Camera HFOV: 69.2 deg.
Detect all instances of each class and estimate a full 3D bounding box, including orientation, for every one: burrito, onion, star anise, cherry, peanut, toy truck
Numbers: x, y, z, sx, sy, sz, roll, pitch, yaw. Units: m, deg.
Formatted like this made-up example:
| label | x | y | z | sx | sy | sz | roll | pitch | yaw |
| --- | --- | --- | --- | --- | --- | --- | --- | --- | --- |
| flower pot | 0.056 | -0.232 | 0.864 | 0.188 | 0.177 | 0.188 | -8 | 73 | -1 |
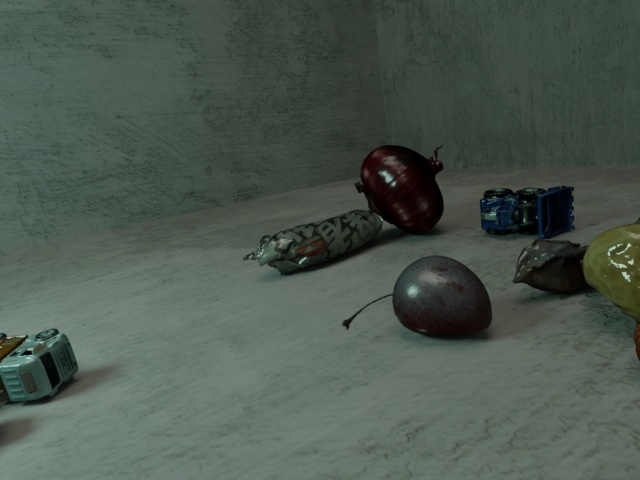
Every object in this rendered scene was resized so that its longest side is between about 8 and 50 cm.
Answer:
| label | x | y | z | sx | sy | sz | roll | pitch | yaw |
| --- | --- | --- | --- | --- | --- | --- | --- | --- | --- |
| burrito | 0.000 | 0.000 | 1.152 | 0.139 | 0.101 | 0.445 | 11 | 20 | 41 |
| onion | 0.251 | -0.160 | 1.280 | 0.285 | 0.273 | 0.273 | -37 | 12 | 5 |
| star anise | 0.462 | 0.027 | 0.749 | 0.257 | 0.110 | 0.198 | -7 | 11 | 33 |
| cherry | 0.154 | 0.097 | 0.657 | 0.148 | 0.115 | 0.188 | 43 | 47 | 21 |
| peanut | 0.484 | 0.051 | 0.548 | 0.149 | 0.149 | 0.313 | -19 | 17 | -42 |
| toy truck | -0.447 | 0.186 | 0.642 | 0.178 | 0.080 | 0.115 | -7 | 18 | 6 |
| toy truck | 0.498 | -0.068 | 1.129 | 0.208 | 0.113 | 0.126 | -1 | 15 | 33 |

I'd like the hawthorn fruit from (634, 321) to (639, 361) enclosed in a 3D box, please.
| label | x | y | z | sx | sy | sz | roll | pitch | yaw |
| --- | --- | --- | --- | --- | --- | --- | --- | --- | --- |
| hawthorn fruit | 0.382 | 0.105 | 0.490 | 0.093 | 0.093 | 0.093 | -7 | 13 | 2 |
